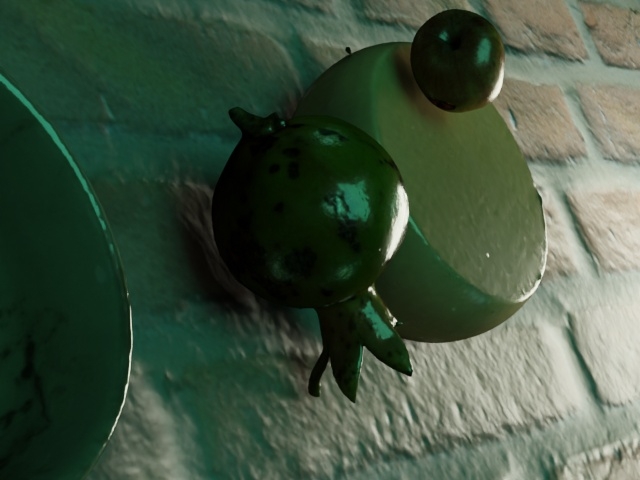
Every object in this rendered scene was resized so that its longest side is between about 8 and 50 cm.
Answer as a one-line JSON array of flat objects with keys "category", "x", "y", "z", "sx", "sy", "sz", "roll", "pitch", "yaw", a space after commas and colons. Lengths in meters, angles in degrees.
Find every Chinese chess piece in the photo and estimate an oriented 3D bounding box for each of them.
[{"category": "Chinese chess piece", "x": 0.087, "y": -0.043, "z": 1.224, "sx": 0.273, "sy": 0.102, "sz": 0.273, "roll": 32, "pitch": 44, "yaw": -38}]

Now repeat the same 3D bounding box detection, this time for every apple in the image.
[{"category": "apple", "x": 0.115, "y": -0.148, "z": 1.176, "sx": 0.071, "sy": 0.084, "sz": 0.084, "roll": 69, "pitch": 9, "yaw": -65}]

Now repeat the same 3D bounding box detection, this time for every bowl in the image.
[{"category": "bowl", "x": -0.245, "y": 0.029, "z": 0.677, "sx": 0.289, "sy": 0.146, "sz": 0.289, "roll": 31, "pitch": 44, "yaw": -36}]

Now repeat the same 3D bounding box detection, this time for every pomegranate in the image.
[{"category": "pomegranate", "x": -0.008, "y": 0.011, "z": 1.042, "sx": 0.156, "sy": 0.156, "sz": 0.220, "roll": -20, "pitch": 113, "yaw": -57}]
